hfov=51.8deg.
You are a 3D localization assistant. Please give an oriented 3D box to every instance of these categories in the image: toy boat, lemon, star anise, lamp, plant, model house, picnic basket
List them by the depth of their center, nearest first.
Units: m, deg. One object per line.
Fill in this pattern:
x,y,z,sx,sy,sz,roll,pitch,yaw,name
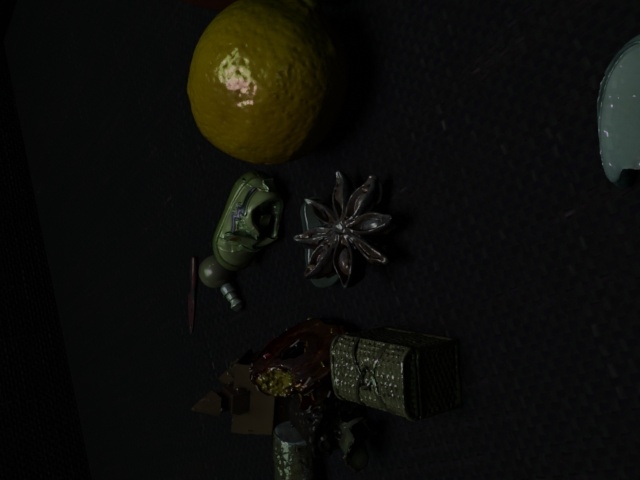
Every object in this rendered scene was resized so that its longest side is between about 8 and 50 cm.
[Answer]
0.431,-0.164,0.847,0.134,0.079,0.207,16,118,58,toy boat
0.130,0.239,1.200,0.196,0.154,0.134,2,97,51,picnic basket
0.062,-0.012,1.293,0.223,0.109,0.235,-35,53,23,star anise
-0.103,-0.312,1.296,0.336,0.336,0.335,10,102,51,lemon
0.027,0.377,1.360,0.203,0.131,0.142,12,118,51,plant
-0.202,0.360,1.559,0.176,0.248,0.180,21,110,49,model house
-0.253,0.116,1.731,0.163,0.091,0.091,57,136,11,lamp

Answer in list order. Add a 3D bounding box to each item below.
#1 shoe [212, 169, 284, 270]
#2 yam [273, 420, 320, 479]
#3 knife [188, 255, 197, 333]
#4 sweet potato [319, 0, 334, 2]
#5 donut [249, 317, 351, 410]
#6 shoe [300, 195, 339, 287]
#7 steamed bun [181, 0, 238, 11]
-0.174,-0.037,1.555,0.128,0.140,0.262,44,122,51,shoe
-0.055,0.521,1.514,0.107,0.107,0.193,-4,90,52,yam
-0.380,0.161,1.941,0.035,0.018,0.247,25,115,44,knife
0.002,-0.535,1.326,0.346,0.079,0.108,29,88,48,sweet potato
-0.027,0.257,1.371,0.230,0.216,0.095,-9,118,35,donut
0.000,0.000,1.413,0.078,0.079,0.195,-121,22,-81,shoe
-0.232,-0.683,1.456,0.379,0.235,0.248,0,86,58,steamed bun
